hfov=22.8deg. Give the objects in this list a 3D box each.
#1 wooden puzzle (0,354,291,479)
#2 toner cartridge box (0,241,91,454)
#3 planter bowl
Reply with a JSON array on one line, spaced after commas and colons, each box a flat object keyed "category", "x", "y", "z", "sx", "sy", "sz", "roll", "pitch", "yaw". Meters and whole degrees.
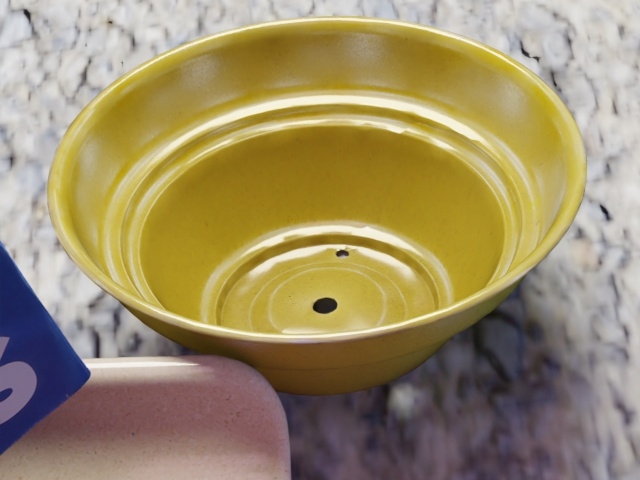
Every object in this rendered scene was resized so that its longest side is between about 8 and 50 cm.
[{"category": "wooden puzzle", "x": -0.166, "y": 0.216, "z": 0.529, "sx": 0.322, "sy": 0.080, "sz": 0.347, "roll": -2, "pitch": 63, "yaw": 0}, {"category": "toner cartridge box", "x": -0.254, "y": 0.097, "z": 0.471, "sx": 0.348, "sy": 0.075, "sz": 0.165, "roll": -42, "pitch": 43, "yaw": -18}, {"category": "planter bowl", "x": 0.000, "y": 0.000, "z": 0.668, "sx": 0.217, "sy": 0.090, "sz": 0.217, "roll": -2, "pitch": 39, "yaw": 2}]
